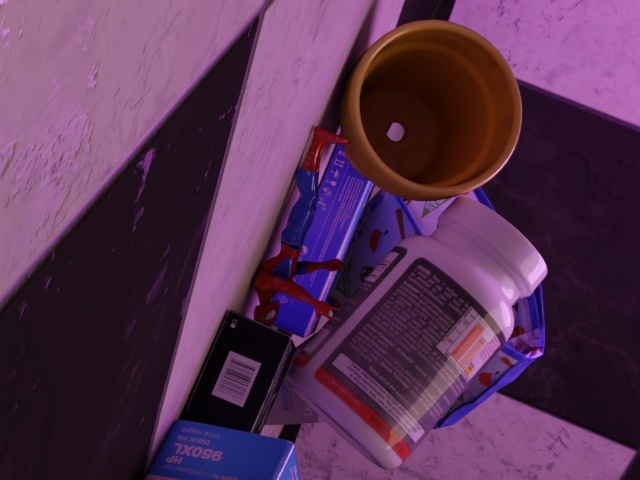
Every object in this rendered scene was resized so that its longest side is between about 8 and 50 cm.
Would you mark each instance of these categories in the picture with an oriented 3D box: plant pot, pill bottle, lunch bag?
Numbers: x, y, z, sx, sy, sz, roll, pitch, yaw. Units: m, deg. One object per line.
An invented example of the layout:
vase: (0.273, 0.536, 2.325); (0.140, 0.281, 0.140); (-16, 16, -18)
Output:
plant pot: (0.138, -0.177, 1.853); (0.254, 0.254, 0.239); (-67, -169, -9)
pill bottle: (0.140, 0.125, 1.760); (0.363, 0.210, 0.210); (-47, 171, -9)
lunch bag: (0.207, 0.110, 2.220); (0.239, 0.385, 0.328); (-14, 157, -37)

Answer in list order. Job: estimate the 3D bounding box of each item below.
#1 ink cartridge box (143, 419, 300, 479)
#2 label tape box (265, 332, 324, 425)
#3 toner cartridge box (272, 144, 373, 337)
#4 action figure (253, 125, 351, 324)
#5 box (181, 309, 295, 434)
ink cartridge box: (-0.155, 0.455, 1.456); (0.395, 0.166, 0.285); (-63, 155, -45)
label tape box: (0.017, 0.217, 2.020); (0.240, 0.333, 0.106); (-27, 109, -71)
toner cartridge box: (0.016, -0.015, 2.076); (0.165, 0.075, 0.348); (5, 107, -83)
action figure: (0.000, 0.000, 1.702); (0.091, 0.139, 0.280); (-19, 134, -81)
box: (-0.103, 0.186, 1.634); (0.158, 0.093, 0.156); (87, 26, -80)
